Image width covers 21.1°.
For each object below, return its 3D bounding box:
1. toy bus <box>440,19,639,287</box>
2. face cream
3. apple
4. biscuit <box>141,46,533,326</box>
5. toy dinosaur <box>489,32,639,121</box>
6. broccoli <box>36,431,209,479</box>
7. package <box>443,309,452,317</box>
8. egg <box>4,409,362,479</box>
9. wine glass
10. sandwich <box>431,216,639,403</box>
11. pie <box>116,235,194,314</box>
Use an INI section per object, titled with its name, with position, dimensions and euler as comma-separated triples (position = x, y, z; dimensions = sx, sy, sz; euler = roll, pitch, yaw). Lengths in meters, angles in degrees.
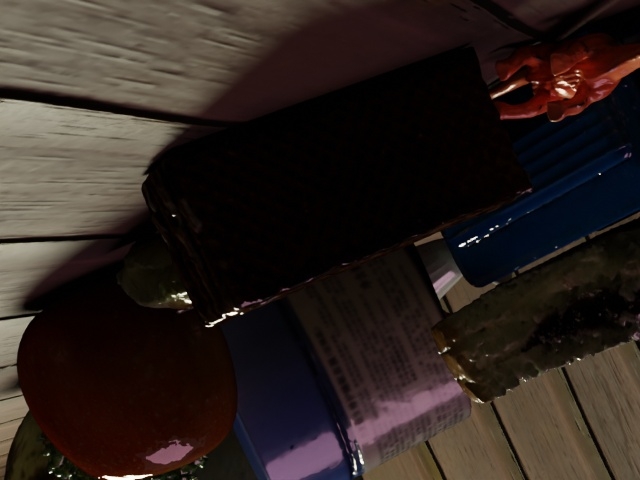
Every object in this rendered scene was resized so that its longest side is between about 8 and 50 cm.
[toy bus]
position = 0.221, -0.080, 1.394
dimensions = 0.175, 0.138, 0.288
euler = -22, 174, -32
[face cream]
position = 0.006, 0.111, 1.681
dimensions = 0.225, 0.249, 0.249
euler = -23, 174, -7
[apple]
position = -0.160, 0.112, 1.430
dimensions = 0.181, 0.168, 0.181
euler = -24, 180, 0
[biscuit]
position = 0.017, -0.036, 1.096
dimensions = 0.252, 0.106, 0.070
euler = -21, 175, -27
[toy dinosaur]
position = 0.162, -0.116, 1.231
dimensions = 0.101, 0.055, 0.280
euler = -21, -172, -37
[broccoli]
position = -0.188, 0.155, 1.749
dimensions = 0.194, 0.194, 0.219
euler = -32, -151, 52
[package]
position = -0.010, 0.113, 1.905
dimensions = 0.288, 0.223, 0.108
euler = -27, 136, -23
[egg]
position = -0.160, 0.295, 2.040
dimensions = 0.428, 0.345, 0.345
euler = 2, 175, 2
[wine glass]
position = 0.118, 0.047, 2.071
dimensions = 0.196, 0.165, 0.165
euler = -32, 172, 26
[sandwich]
position = 0.249, 0.041, 1.433
dimensions = 0.288, 0.099, 0.254
euler = -25, -178, -7
[pie]
position = -0.006, -0.015, 1.298
dimensions = 0.303, 0.067, 0.302
euler = -20, 177, -1
